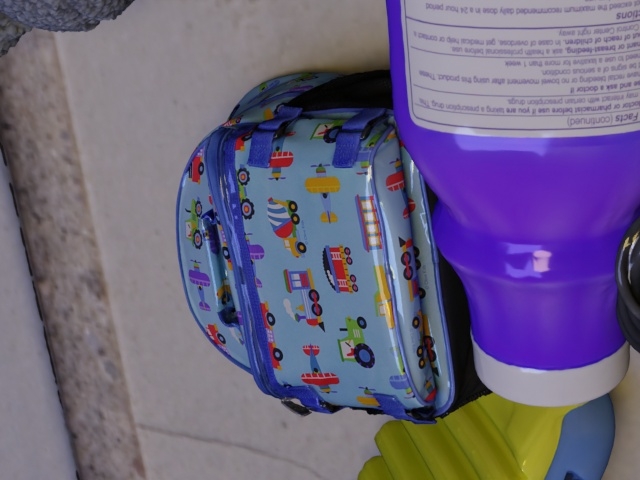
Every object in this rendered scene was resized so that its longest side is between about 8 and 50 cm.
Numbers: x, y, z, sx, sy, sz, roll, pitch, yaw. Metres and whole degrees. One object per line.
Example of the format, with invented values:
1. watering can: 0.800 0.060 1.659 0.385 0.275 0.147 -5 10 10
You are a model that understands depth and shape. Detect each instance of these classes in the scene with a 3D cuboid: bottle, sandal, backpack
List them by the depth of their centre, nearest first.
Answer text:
1. bottle: 0.086 -0.068 0.740 0.118 0.092 0.282 1 122 12
2. backpack: 0.000 0.000 0.877 0.173 0.117 0.158 5 109 39
3. sandal: 0.077 0.184 0.975 0.138 0.126 0.317 11 127 -19

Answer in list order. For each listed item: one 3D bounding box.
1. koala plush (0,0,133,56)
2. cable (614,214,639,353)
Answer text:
1. koala plush: -0.137 -0.169 0.818 0.196 0.203 0.221 -21 140 10
2. cable: 0.190 0.008 0.751 0.150 0.184 0.047 123 140 -54
